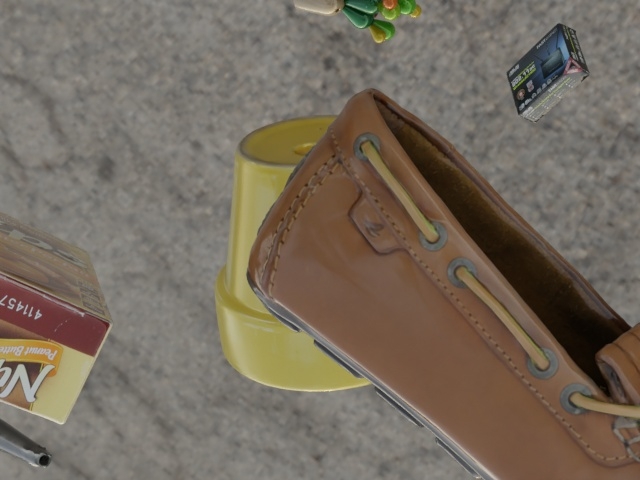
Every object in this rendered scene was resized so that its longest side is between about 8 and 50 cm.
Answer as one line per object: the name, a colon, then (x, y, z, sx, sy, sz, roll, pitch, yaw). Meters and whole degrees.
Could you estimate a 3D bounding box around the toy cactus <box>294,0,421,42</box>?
toy cactus: (0.052, -0.365, 1.728, 0.180, 0.112, 0.219, 5, 174, 13)

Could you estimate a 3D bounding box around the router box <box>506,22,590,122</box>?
router box: (0.338, -0.250, 1.751, 0.038, 0.092, 0.122, 19, 136, -31)

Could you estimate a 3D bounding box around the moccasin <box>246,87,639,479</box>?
moccasin: (0.146, 0.066, 0.558, 0.380, 0.139, 0.147, 40, 111, 17)

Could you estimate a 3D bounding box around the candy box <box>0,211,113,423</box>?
candy box: (-0.272, 0.032, 0.918, 0.183, 0.087, 0.316, 26, -178, -16)

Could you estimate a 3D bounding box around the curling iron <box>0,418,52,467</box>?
curling iron: (-0.338, 0.184, 1.204, 0.274, 0.068, 0.035, 10, 103, 55)

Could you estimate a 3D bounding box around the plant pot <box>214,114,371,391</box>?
plant pot: (0.000, 0.000, 1.284, 0.254, 0.254, 0.239, 10, 120, 32)
